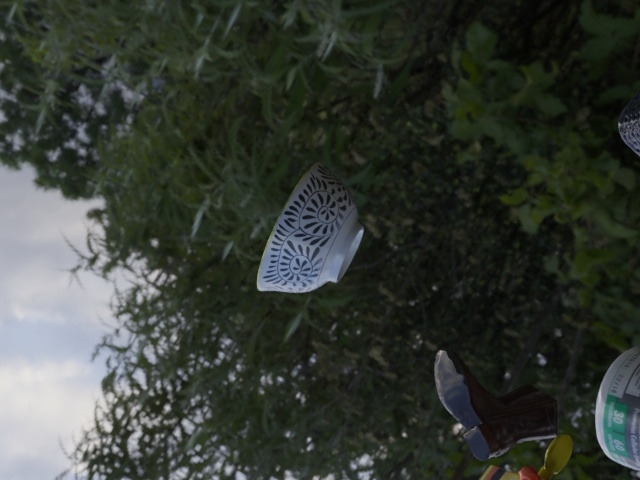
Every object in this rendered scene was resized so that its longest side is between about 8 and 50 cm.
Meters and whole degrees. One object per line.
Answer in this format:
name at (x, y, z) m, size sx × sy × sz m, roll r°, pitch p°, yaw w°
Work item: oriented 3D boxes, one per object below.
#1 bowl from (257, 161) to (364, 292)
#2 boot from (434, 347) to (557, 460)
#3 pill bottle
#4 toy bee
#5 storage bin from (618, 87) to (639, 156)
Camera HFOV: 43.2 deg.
bowl at (0.000, 0.000, 0.950) m, size 0.080 × 0.170 × 0.170 m, roll 26°, pitch -167°, yaw 10°
boot at (0.164, 0.139, 0.737) m, size 0.114 × 0.037 × 0.106 m, roll -7°, pitch -111°, yaw -38°
pill bottle at (0.616, 0.288, 1.196) m, size 0.204 × 0.204 × 0.361 m, roll 19°, pitch 174°, yaw -36°
toy bee at (0.263, 0.310, 0.956) m, size 0.162 × 0.298 × 0.195 m, roll 46°, pitch -127°, yaw -17°
storage bin at (0.357, -0.127, 0.675) m, size 0.122 × 0.180 × 0.084 m, roll 40°, pitch 174°, yaw -7°
